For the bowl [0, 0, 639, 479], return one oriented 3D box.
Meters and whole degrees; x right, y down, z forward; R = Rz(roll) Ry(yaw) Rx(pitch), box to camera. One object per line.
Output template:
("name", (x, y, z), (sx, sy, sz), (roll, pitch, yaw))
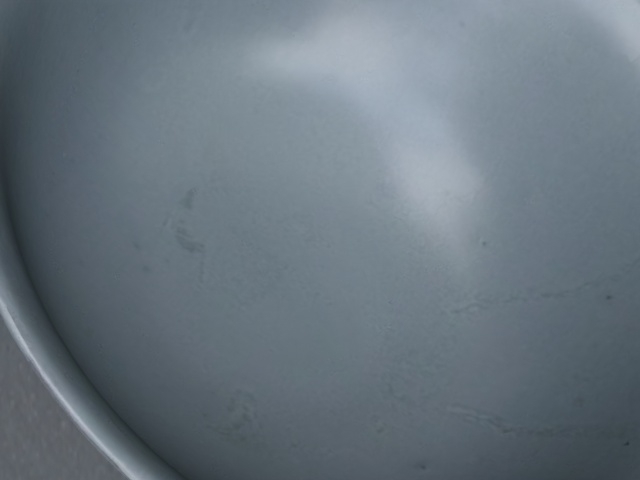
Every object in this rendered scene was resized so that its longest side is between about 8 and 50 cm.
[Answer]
("bowl", (0.000, 0.000, 0.576), (0.345, 0.345, 0.157), (21, 145, -19))
